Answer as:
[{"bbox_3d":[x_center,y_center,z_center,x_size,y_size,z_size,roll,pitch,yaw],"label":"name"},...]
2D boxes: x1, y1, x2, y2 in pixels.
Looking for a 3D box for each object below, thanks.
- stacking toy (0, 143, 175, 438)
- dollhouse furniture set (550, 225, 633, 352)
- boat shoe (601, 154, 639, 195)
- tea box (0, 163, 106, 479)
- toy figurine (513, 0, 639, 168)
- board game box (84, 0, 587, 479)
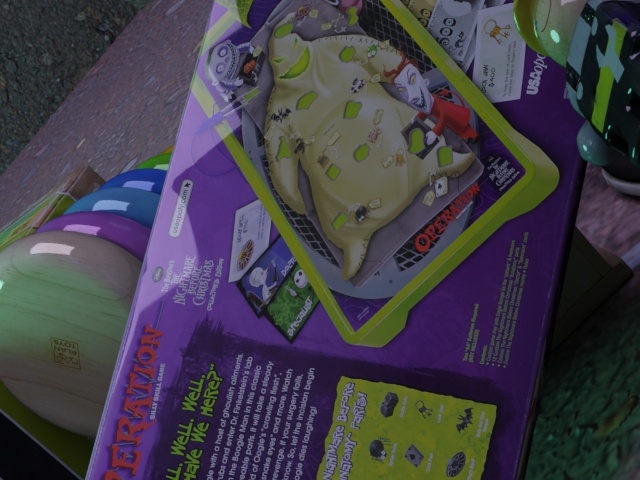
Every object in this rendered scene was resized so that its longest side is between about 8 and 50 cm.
[{"bbox_3d":[-0.090,-0.014,0.973,0.141,0.141,0.330,-31,14,35],"label":"stacking toy"},{"bbox_3d":[0.000,0.000,0.936,0.286,0.198,0.303,-44,17,-1],"label":"dollhouse furniture set"},{"bbox_3d":[0.232,-0.081,0.823,0.081,0.069,0.227,-53,20,-26],"label":"boat shoe"},{"bbox_3d":[-0.249,0.174,1.042,0.329,0.220,0.323,-31,21,42],"label":"tea box"},{"bbox_3d":[0.214,-0.076,0.622,0.213,0.209,0.148,-39,29,12],"label":"toy figurine"},{"bbox_3d":[0.018,0.006,0.713,0.056,0.208,0.347,56,-133,-72],"label":"board game box"}]
